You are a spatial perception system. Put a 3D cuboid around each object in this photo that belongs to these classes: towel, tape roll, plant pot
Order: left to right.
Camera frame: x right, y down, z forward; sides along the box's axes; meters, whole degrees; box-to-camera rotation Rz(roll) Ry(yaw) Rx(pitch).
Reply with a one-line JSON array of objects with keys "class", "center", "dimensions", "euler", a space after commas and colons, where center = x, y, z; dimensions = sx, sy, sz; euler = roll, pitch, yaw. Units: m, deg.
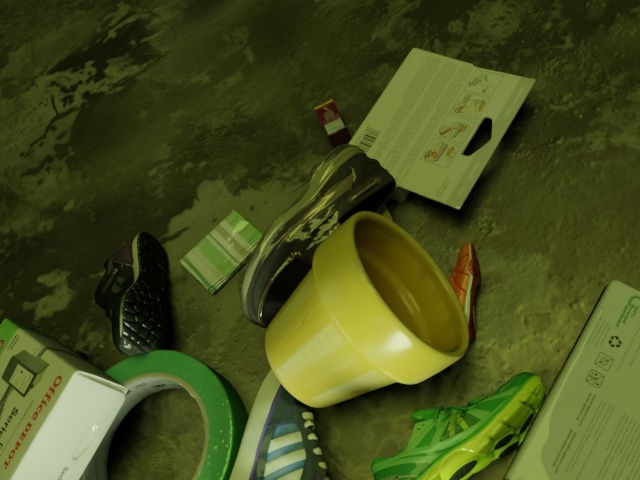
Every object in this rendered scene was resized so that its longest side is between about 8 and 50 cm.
[{"class": "tape roll", "center": [-0.278, 0.346, 1.087], "dimensions": [0.322, 0.077, 0.321], "euler": [-9, 61, 16]}, {"class": "towel", "center": [-0.190, 0.018, 1.263], "dimensions": [0.152, 0.023, 0.113], "euler": [-46, 59, -8]}, {"class": "plant pot", "center": [0.053, 0.125, 0.988], "dimensions": [0.239, 0.254, 0.254], "euler": [-41, 53, 27]}]

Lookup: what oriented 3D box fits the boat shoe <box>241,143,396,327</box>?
[{"class": "boat shoe", "center": [0.000, 0.000, 1.097], "dimensions": [0.130, 0.132, 0.355], "euler": [29, 82, 28]}]

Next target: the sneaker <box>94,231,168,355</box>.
[{"class": "sneaker", "center": [-0.360, 0.116, 1.216], "dimensions": [0.124, 0.107, 0.283], "euler": [-29, 36, 16]}]

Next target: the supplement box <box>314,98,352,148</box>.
[{"class": "supplement box", "center": [0.026, -0.230, 1.302], "dimensions": [0.043, 0.055, 0.083], "euler": [-25, 58, 5]}]

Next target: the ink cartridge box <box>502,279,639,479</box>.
[{"class": "ink cartridge box", "center": [0.465, 0.267, 0.861], "dimensions": [0.330, 0.071, 0.324], "euler": [30, 75, 18]}]

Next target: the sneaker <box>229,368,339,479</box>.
[{"class": "sneaker", "center": [-0.006, 0.354, 0.977], "dimensions": [0.236, 0.130, 0.322], "euler": [14, 53, 5]}]

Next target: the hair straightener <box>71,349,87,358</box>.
[{"class": "hair straightener", "center": [-0.555, 0.236, 1.269], "dimensions": [0.231, 0.047, 0.089], "euler": [-12, 59, 18]}]

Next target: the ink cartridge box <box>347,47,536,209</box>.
[{"class": "ink cartridge box", "center": [0.214, -0.202, 1.213], "dimensions": [0.261, 0.066, 0.296], "euler": [25, 74, 29]}]

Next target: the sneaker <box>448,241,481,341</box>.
[{"class": "sneaker", "center": [0.222, 0.079, 1.062], "dimensions": [0.068, 0.064, 0.175], "euler": [0, 60, 29]}]

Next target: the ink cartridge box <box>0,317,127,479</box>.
[{"class": "ink cartridge box", "center": [-0.480, 0.273, 1.093], "dimensions": [0.273, 0.115, 0.198], "euler": [16, 73, 41]}]

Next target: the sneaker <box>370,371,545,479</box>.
[{"class": "sneaker", "center": [0.195, 0.271, 0.935], "dimensions": [0.296, 0.109, 0.123], "euler": [-33, 46, -10]}]

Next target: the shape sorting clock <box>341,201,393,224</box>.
[{"class": "shape sorting clock", "center": [0.036, 0.002, 1.181], "dimensions": [0.206, 0.040, 0.206], "euler": [-7, 67, 17]}]
